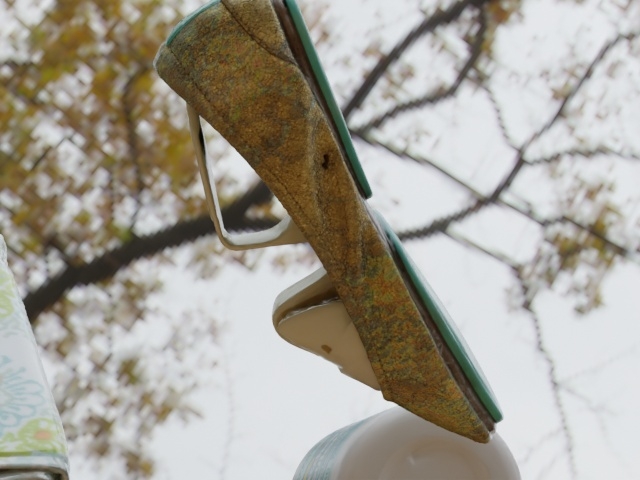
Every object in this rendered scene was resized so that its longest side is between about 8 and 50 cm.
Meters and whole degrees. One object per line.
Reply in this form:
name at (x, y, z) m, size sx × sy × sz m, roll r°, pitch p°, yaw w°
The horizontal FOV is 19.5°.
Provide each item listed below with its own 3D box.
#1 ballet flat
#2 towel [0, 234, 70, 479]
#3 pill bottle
ballet flat at (0.000, 0.000, 1.202) m, size 0.123 × 0.123 × 0.349 m, roll -8°, pitch -62°, yaw 44°
towel at (-0.386, 0.115, 1.491) m, size 0.320 × 0.374 × 0.090 m, roll 0°, pitch -56°, yaw -21°
pill bottle at (0.056, 0.210, 1.470) m, size 0.146 × 0.146 × 0.264 m, roll 36°, pitch -16°, yaw -3°
